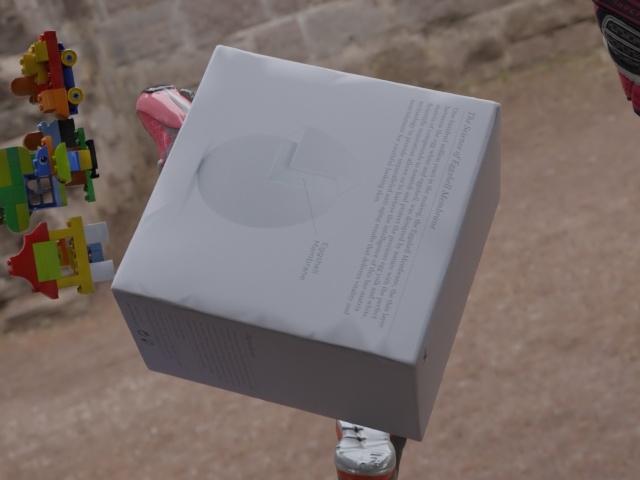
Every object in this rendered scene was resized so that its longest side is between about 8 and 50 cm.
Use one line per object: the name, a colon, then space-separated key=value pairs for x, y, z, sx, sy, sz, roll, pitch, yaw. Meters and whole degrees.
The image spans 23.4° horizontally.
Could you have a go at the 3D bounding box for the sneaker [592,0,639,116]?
sneaker: x=0.296 y=-0.143 z=0.868 sx=0.299 sy=0.112 sz=0.121 roll=-9 pitch=39 yaw=30

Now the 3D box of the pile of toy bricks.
pile of toy bricks: x=-0.241 y=-0.056 z=1.263 sx=0.105 sy=0.212 sz=0.118 roll=-9 pitch=-1 yaw=-16

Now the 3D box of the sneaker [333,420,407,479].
sneaker: x=0.037 y=0.172 z=1.222 sx=0.061 sy=0.065 sz=0.158 roll=5 pitch=17 yaw=12

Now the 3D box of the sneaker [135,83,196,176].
sneaker: x=-0.111 y=-0.016 z=1.448 sx=0.136 sy=0.314 sz=0.116 roll=-33 pitch=-23 yaw=-6

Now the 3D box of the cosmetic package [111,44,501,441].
cosmetic package: x=0.000 y=0.000 z=1.147 sx=0.224 sy=0.138 sz=0.224 roll=13 pitch=62 yaw=15
